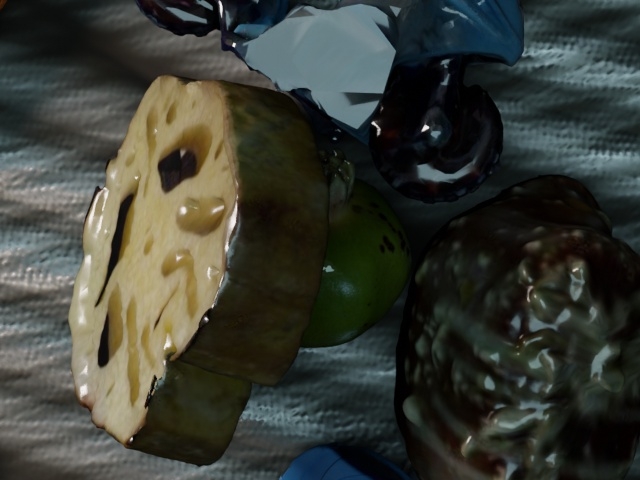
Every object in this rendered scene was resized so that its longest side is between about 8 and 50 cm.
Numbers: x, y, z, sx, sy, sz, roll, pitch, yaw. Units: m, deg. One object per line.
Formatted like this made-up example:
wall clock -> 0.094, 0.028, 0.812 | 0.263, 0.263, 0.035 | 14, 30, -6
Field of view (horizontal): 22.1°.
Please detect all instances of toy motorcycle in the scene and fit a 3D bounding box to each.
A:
toy motorcycle -> 0.023, -0.220, 1.554 | 0.416, 0.172, 0.232 | 34, 92, 10

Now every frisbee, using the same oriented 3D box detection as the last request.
frisbee -> 0.032, 0.318, 1.607 | 0.242, 0.045, 0.242 | 14, 112, 38

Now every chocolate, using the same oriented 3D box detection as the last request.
chocolate -> 0.203, 0.120, 1.520 | 0.225, 0.210, 0.340 | 9, 101, -16

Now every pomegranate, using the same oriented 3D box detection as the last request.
pomegranate -> 0.000, 0.000, 1.550 | 0.180, 0.180, 0.210 | 14, 139, 3

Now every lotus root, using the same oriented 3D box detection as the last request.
lotus root -> -0.125, 0.010, 1.515 | 0.111, 0.390, 0.375 | 8, 57, -28

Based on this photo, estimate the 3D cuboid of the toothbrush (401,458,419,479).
toothbrush -> 0.106, 0.215, 1.655 | 0.042, 0.035, 0.413 | 33, 100, 36

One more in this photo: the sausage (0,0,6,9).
sausage -> -0.358, -0.240, 1.608 | 0.093, 0.093, 0.312 | 35, 99, 0
